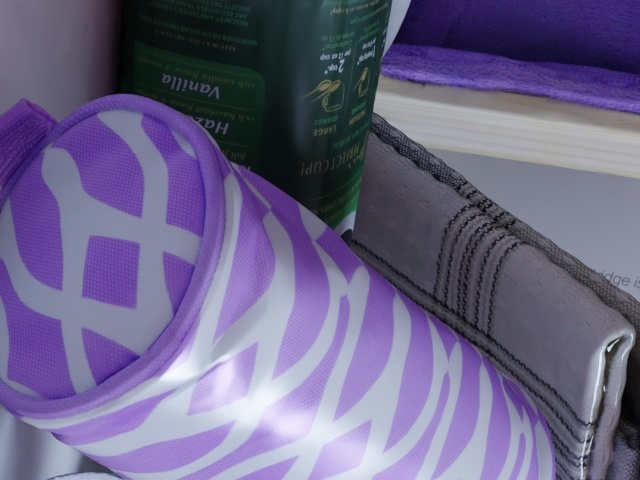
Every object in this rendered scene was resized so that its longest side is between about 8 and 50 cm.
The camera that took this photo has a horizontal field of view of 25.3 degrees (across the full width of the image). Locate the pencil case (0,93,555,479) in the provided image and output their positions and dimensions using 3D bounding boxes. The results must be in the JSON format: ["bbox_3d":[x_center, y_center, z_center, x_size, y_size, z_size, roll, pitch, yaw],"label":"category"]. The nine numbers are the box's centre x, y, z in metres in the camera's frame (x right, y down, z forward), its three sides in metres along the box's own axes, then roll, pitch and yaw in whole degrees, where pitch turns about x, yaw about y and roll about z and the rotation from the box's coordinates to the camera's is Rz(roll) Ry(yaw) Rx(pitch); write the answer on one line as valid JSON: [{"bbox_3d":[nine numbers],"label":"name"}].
[{"bbox_3d":[-0.007,0.038,0.397,0.206,0.086,0.088,41,18,-51],"label":"pencil case"}]

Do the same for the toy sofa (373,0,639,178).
[{"bbox_3d":[0.180,-0.114,0.815,0.177,0.363,0.150,35,67,-70],"label":"toy sofa"}]

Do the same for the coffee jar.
[{"bbox_3d":[-0.029,-0.013,0.487,0.096,0.079,0.184,-41,142,-64],"label":"coffee jar"}]

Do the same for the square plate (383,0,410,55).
[{"bbox_3d":[0.063,-0.287,0.640,0.344,0.049,0.347,89,17,-57],"label":"square plate"}]

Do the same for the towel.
[{"bbox_3d":[0.050,0.120,0.701,0.324,0.056,0.312,40,-51,46],"label":"towel"}]

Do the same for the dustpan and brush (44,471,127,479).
[{"bbox_3d":[-0.086,0.103,0.293,0.211,0.060,0.147,43,52,-52],"label":"dustpan and brush"}]

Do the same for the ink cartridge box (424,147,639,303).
[{"bbox_3d":[0.120,0.091,0.978,0.160,0.279,0.384,71,31,-76],"label":"ink cartridge box"}]
